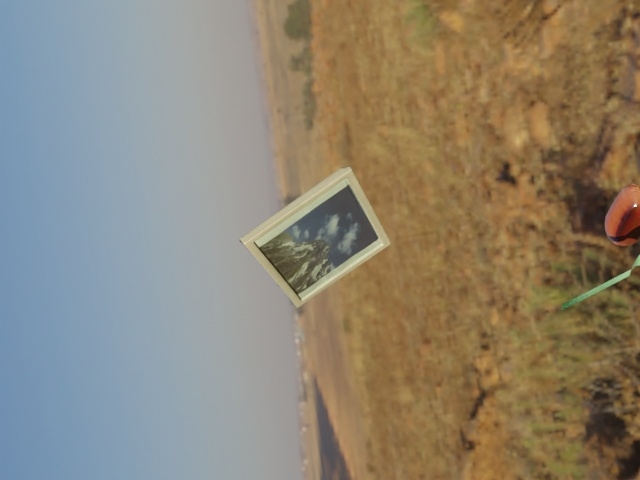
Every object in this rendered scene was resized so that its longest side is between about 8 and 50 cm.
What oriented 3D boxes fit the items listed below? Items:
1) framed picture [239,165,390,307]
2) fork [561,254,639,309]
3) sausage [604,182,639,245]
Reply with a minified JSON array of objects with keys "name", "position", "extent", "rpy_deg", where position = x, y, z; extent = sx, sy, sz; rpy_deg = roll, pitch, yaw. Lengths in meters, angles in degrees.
[{"name":"framed picture","position":[0.000,0.000,1.654],"extent":[0.019,0.209,0.281],"rpy_deg":[56,-178,30]},{"name":"fork","position":[0.381,0.042,1.287],"extent":[0.021,0.235,0.039],"rpy_deg":[36,134,44]},{"name":"sausage","position":[0.446,-0.037,1.458],"extent":[0.054,0.059,0.094],"rpy_deg":[-94,16,-53]}]
